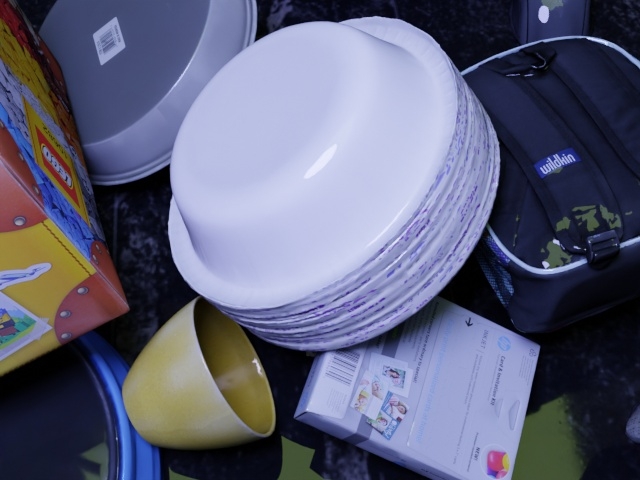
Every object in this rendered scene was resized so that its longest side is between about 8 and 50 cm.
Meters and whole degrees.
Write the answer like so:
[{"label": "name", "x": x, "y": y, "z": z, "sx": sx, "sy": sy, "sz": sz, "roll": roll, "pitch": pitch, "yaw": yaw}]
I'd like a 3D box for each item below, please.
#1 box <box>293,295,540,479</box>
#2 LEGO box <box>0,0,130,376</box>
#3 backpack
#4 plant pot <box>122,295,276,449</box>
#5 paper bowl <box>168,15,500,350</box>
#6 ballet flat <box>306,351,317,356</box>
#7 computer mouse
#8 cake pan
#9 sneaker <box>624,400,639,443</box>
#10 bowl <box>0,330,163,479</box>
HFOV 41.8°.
[{"label": "box", "x": 0.088, "y": 0.119, "z": 0.716, "sx": 0.186, "sy": 0.038, "sz": 0.145, "roll": 25, "pitch": 63, "yaw": -9}, {"label": "LEGO box", "x": -0.456, "y": -0.006, "z": 0.700, "sx": 0.500, "sy": 0.193, "sz": 0.372, "roll": -27, "pitch": 49, "yaw": -1}, {"label": "backpack", "x": 0.221, "y": -0.057, "z": 0.757, "sx": 0.225, "sy": 0.191, "sz": 0.253, "roll": -22, "pitch": 58, "yaw": -5}, {"label": "plant pot", "x": -0.113, "y": 0.129, "z": 0.728, "sx": 0.095, "sy": 0.134, "sz": 0.134, "roll": -29, "pitch": 60, "yaw": 10}, {"label": "paper bowl", "x": -0.009, "y": -0.064, "z": 0.694, "sx": 0.284, "sy": 0.148, "sz": 0.284, "roll": -20, "pitch": 49, "yaw": 25}, {"label": "ballet flat", "x": 0.000, "y": 0.000, "z": 0.810, "sx": 0.091, "sy": 0.077, "sz": 0.240, "roll": -13, "pitch": 60, "yaw": -1}, {"label": "computer mouse", "x": 0.236, "y": -0.336, "z": 0.991, "sx": 0.184, "sy": 0.060, "sz": 0.261, "roll": 8, "pitch": 61, "yaw": 8}, {"label": "cake pan", "x": -0.203, "y": -0.201, "z": 0.887, "sx": 0.293, "sy": 0.054, "sz": 0.293, "roll": -12, "pitch": 64, "yaw": 27}, {"label": "sneaker", "x": 0.344, "y": 0.142, "z": 0.610, "sx": 0.202, "sy": 0.185, "sz": 0.482, "roll": 35, "pitch": 81, "yaw": 31}, {"label": "bowl", "x": -0.334, "y": 0.218, "z": 0.714, "sx": 0.392, "sy": 0.077, "sz": 0.391, "roll": -2, "pitch": 61, "yaw": 4}]
